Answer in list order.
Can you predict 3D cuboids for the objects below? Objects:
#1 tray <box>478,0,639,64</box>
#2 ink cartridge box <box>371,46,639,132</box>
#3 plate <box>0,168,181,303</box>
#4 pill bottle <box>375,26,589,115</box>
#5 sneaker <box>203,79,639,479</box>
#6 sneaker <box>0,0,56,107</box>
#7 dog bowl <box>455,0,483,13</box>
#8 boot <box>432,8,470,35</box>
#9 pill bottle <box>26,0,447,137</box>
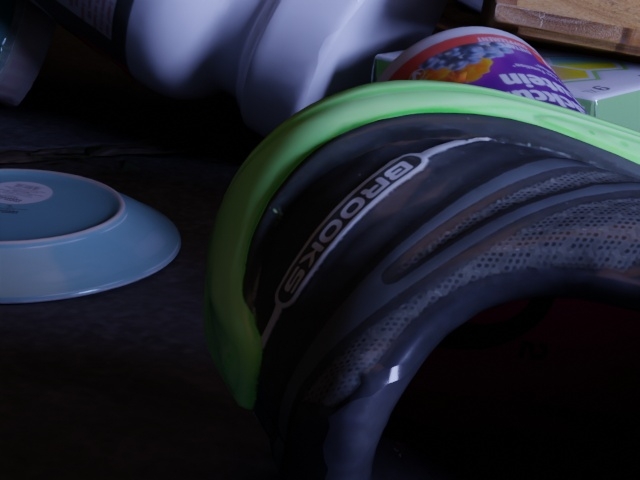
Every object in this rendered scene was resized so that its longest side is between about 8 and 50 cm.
[{"bbox_3d":[0.212,-0.149,1.128,0.202,0.076,0.411,11,6,3],"label":"tray"},{"bbox_3d":[0.141,-0.066,0.959,0.209,0.062,0.109,16,22,40],"label":"ink cartridge box"},{"bbox_3d":[-0.168,-0.010,0.908,0.188,0.024,0.188,2,19,-1],"label":"plate"},{"bbox_3d":[0.095,-0.015,0.811,0.108,0.108,0.193,-3,33,-17],"label":"pill bottle"},{"bbox_3d":[0.199,0.057,0.607,0.482,0.185,0.202,-1,37,-1],"label":"sneaker"},{"bbox_3d":[-0.273,-0.191,1.241,0.121,0.108,0.302,23,12,-24],"label":"sneaker"},{"bbox_3d":[0.220,-0.258,1.341,0.348,0.102,0.349,11,-14,3],"label":"dog bowl"},{"bbox_3d":[0.014,-0.162,1.301,0.206,0.090,0.248,30,-6,6],"label":"boot"},{"bbox_3d":[-0.105,-0.221,1.097,0.363,0.210,0.210,36,30,15],"label":"pill bottle"}]
